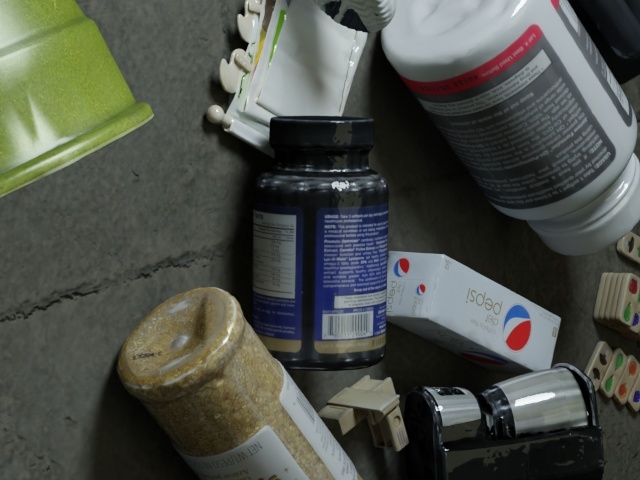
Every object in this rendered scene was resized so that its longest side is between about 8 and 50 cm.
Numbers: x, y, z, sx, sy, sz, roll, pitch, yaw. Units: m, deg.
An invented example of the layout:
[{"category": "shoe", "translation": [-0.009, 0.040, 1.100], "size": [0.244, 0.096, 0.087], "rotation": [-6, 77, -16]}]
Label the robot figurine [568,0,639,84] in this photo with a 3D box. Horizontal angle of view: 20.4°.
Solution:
[{"category": "robot figurine", "translation": [0.278, -0.288, 1.844], "size": [0.174, 0.209, 0.278], "rotation": [-55, 130, -14]}]

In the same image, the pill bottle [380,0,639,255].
[{"category": "pill bottle", "translation": [0.208, -0.132, 1.775], "size": [0.318, 0.176, 0.176], "rotation": [51, 56, -36]}]

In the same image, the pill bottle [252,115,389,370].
[{"category": "pill bottle", "translation": [0.000, 0.000, 1.585], "size": [0.122, 0.122, 0.219], "rotation": [-6, 100, -47]}]

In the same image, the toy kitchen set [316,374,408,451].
[{"category": "toy kitchen set", "translation": [0.052, 0.181, 1.700], "size": [0.083, 0.068, 0.075], "rotation": [-34, 116, -41]}]

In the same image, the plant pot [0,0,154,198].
[{"category": "plant pot", "translation": [-0.338, -0.163, 1.080], "size": [0.366, 0.366, 0.353], "rotation": [-31, 102, -42]}]

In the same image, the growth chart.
[{"category": "growth chart", "translation": [-0.018, -0.180, 1.641], "size": [0.172, 0.021, 0.237], "rotation": [38, 65, -41]}]

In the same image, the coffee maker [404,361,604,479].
[{"category": "coffee maker", "translation": [0.183, 0.216, 1.760], "size": [0.178, 0.120, 0.171], "rotation": [-9, 75, -17]}]

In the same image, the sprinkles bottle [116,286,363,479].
[{"category": "sprinkles bottle", "translation": [-0.039, 0.200, 1.563], "size": [0.121, 0.121, 0.355], "rotation": [-55, 128, -30]}]

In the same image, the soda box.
[{"category": "soda box", "translation": [0.152, 0.077, 1.799], "size": [0.216, 0.074, 0.069], "rotation": [26, 73, -45]}]

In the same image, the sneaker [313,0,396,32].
[{"category": "sneaker", "translation": [0.028, -0.315, 1.611], "size": [0.153, 0.094, 0.235], "rotation": [-38, 95, -39]}]

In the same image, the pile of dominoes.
[{"category": "pile of dominoes", "translation": [0.406, 0.112, 2.105], "size": [0.251, 0.040, 0.196], "rotation": [27, 72, -45]}]
